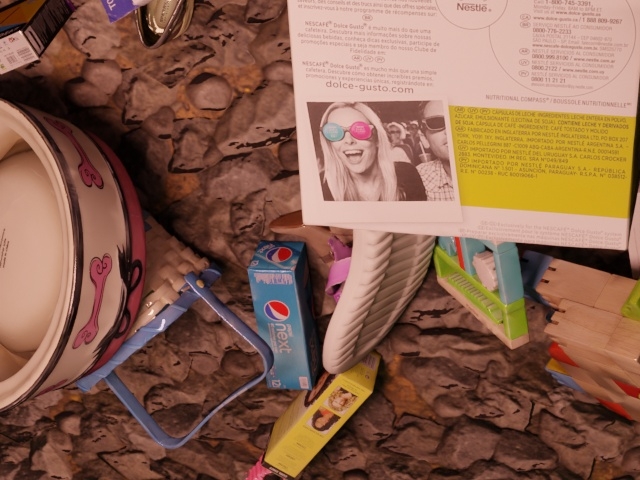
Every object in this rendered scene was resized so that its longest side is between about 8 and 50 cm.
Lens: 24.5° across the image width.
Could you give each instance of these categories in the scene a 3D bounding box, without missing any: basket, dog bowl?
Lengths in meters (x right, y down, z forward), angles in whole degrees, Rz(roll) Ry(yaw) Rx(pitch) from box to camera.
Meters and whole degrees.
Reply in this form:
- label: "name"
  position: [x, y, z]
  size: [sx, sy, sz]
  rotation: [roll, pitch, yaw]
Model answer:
- label: "basket"
  position: [-0.231, 0.130, 2.023]
  size: [0.289, 0.201, 0.255]
  rotation: [44, 124, -5]
- label: "dog bowl"
  position: [-0.388, 0.017, 1.906]
  size: [0.408, 0.150, 0.408]
  rotation: [1, 91, 42]

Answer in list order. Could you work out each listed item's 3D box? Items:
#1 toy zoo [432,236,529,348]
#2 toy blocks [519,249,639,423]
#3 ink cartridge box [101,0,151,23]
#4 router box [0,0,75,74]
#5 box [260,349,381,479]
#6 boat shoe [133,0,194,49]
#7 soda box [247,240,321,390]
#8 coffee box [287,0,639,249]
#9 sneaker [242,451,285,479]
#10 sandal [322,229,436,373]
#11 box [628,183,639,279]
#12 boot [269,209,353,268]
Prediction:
- label: "toy zoo"
  position: [0.180, -0.029, 1.822]
  size: [0.030, 0.192, 0.293]
  rotation: [-24, 123, -16]
- label: "toy blocks"
  position: [0.385, 0.146, 1.853]
  size: [0.261, 0.190, 0.381]
  rotation: [17, 161, 51]
- label: "ink cartridge box"
  position: [-0.217, -0.392, 1.694]
  size: [0.224, 0.045, 0.223]
  rotation: [-27, 91, 29]
- label: "router box"
  position: [-0.407, -0.246, 1.845]
  size: [0.179, 0.133, 0.046]
  rotation: [-18, 119, 25]
- label: "box"
  position: [-0.001, 0.244, 2.118]
  size: [0.058, 0.087, 0.232]
  rotation: [30, 126, -10]
- label: "boat shoe"
  position: [-0.184, -0.329, 1.763]
  size: [0.080, 0.073, 0.223]
  rotation: [14, 128, 5]
- label: "soda box"
  position: [-0.047, 0.105, 2.038]
  size: [0.067, 0.071, 0.210]
  rotation: [2, 125, 13]
- label: "coffee box"
  position: [0.174, -0.228, 1.522]
  size: [0.338, 0.337, 0.334]
  rotation: [5, 126, 14]
- label: "sneaker"
  position: [-0.070, 0.352, 2.246]
  size: [0.057, 0.047, 0.119]
  rotation: [22, 132, -25]
- label: "sandal"
  position: [0.066, 0.012, 1.893]
  size: [0.102, 0.169, 0.416]
  rotation: [42, 143, 23]
- label: "box"
  position: [0.459, -0.033, 1.791]
  size: [0.170, 0.091, 0.130]
  rotation: [-3, 123, 18]
- label: "boot"
  position: [0.000, 0.000, 1.970]
  size: [0.118, 0.042, 0.087]
  rotation: [-10, 124, 22]
